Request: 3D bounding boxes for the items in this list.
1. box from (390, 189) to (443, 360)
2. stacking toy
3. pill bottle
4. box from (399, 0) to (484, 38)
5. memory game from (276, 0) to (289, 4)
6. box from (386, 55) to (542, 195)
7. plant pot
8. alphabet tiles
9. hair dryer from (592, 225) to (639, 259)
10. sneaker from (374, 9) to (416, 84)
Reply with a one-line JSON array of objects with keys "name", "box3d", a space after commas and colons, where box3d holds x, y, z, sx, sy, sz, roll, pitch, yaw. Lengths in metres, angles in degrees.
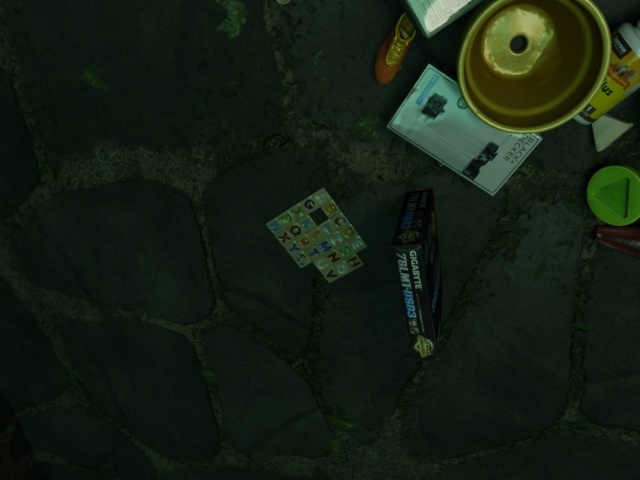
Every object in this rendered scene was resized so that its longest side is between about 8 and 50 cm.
[{"name": "box", "box3d": [0.234, 0.072, 1.291, 0.073, 0.295, 0.293, -5, 116, 18]}, {"name": "stacking toy", "box3d": [0.709, -0.155, 1.135, 0.279, 0.130, 0.308, 17, 119, 56]}, {"name": "pill bottle", "box3d": [0.569, -0.332, 1.076, 0.117, 0.117, 0.215, 39, 130, -9]}, {"name": "box", "box3d": [0.289, -0.522, 1.023, 0.311, 0.121, 0.148, -29, 108, 13]}, {"name": "memory game", "box3d": [-0.077, -0.594, 1.167, 0.186, 0.012, 0.186, 5, 118, 10]}, {"name": "box", "box3d": [0.312, -0.249, 1.219, 0.290, 0.087, 0.169, 33, 120, -6]}, {"name": "plant pot", "box3d": [0.385, -0.358, 1.054, 0.254, 0.239, 0.254, 6, 120, 10]}, {"name": "alphabet tiles", "box3d": [0.000, 0.000, 1.472, 0.198, 0.009, 0.237, -31, 107, 25]}, {"name": "hair dryer", "box3d": [0.756, -0.051, 1.233, 0.294, 0.080, 0.223, -27, 98, 27]}, {"name": "sneaker", "box3d": [0.159, -0.413, 1.179, 0.064, 0.067, 0.175, 23, 122, -1]}]
